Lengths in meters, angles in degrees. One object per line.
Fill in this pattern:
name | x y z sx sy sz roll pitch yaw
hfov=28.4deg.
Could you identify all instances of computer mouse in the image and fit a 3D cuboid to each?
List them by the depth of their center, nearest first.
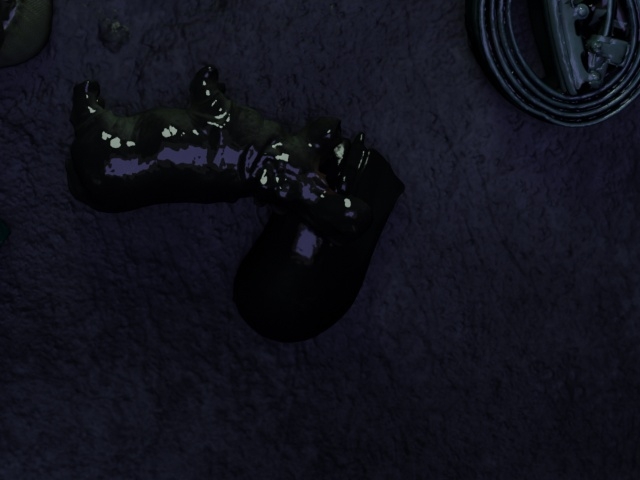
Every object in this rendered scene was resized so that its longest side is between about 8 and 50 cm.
computer mouse | 0.000 0.000 1.441 0.147 0.088 0.264 19 94 -12

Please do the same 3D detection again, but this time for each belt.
belt | 0.266 -0.257 1.409 0.206 0.116 0.267 -26 104 3

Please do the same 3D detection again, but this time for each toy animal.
toy animal | -0.106 -0.098 1.366 0.343 0.106 0.168 7 77 2

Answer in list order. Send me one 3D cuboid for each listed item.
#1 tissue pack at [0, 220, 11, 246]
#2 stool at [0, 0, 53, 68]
tissue pack | -0.428 -0.034 1.366 0.082 0.120 0.169 -41 103 5
stool | -0.435 -0.317 1.266 0.310 0.226 0.310 -3 101 -6
